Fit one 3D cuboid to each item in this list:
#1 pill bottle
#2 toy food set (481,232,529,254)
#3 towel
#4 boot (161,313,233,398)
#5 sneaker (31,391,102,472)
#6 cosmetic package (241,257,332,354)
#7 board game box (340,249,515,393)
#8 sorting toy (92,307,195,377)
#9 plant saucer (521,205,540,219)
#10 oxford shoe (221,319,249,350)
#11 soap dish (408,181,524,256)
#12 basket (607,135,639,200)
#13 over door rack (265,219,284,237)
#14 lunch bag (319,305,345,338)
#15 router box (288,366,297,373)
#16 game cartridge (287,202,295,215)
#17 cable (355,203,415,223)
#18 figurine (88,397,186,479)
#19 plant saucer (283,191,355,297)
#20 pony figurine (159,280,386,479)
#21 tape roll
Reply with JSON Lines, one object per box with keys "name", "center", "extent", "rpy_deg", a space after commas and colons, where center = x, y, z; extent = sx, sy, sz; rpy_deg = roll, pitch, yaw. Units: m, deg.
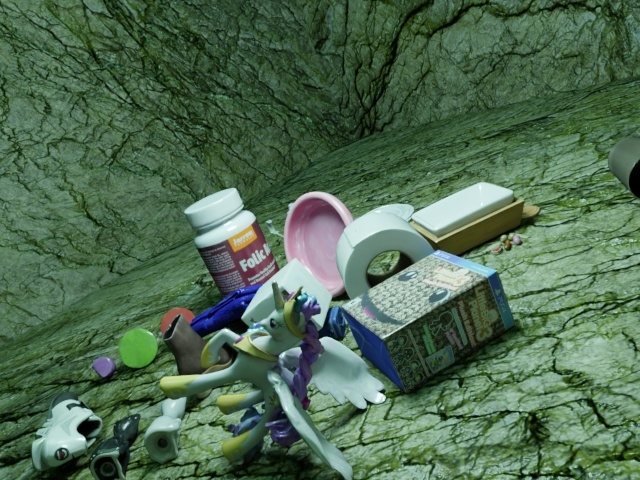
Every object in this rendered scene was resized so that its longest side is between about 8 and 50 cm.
{"name": "pill bottle", "center": [-0.289, 0.036, 1.831], "extent": [0.224, 0.392, 0.224], "rpy_deg": [-21, 18, 7]}
{"name": "toy food set", "center": [0.520, 0.006, 1.511], "extent": [0.122, 0.019, 0.078], "rpy_deg": [-29, 18, -16]}
{"name": "towel", "center": [-0.243, 0.198, 1.620], "extent": [0.308, 0.076, 0.228], "rpy_deg": [-30, -8, 40]}
{"name": "boot", "center": [-0.330, 0.284, 1.475], "extent": [0.090, 0.206, 0.248], "rpy_deg": [-19, 18, 13]}
{"name": "sneaker", "center": [-0.661, 0.502, 1.454], "extent": [0.146, 0.122, 0.330], "rpy_deg": [-9, 13, -15]}
{"name": "cosmetic package", "center": [-0.082, 0.172, 1.399], "extent": [0.151, 0.151, 0.183], "rpy_deg": [-40, 9, 20]}
{"name": "board game box", "center": [0.233, 0.168, 1.209], "extent": [0.291, 0.141, 0.232], "rpy_deg": [-28, 18, -14]}
{"name": "sorting toy", "center": [-0.575, 0.353, 1.816], "extent": [0.366, 0.127, 0.126], "rpy_deg": [-28, -11, -6]}
{"name": "plant saucer", "center": [0.629, -0.087, 1.652], "extent": [0.083, 0.013, 0.083], "rpy_deg": [-21, 17, 7]}
{"name": "oxford shoe", "center": [-0.173, 0.266, 1.573], "extent": [0.227, 0.082, 0.096], "rpy_deg": [-24, 49, -35]}
{"name": "soap dish", "center": [0.444, -0.063, 1.646], "extent": [0.291, 0.118, 0.229], "rpy_deg": [-25, 18, -4]}
{"name": "basket", "center": [0.888, -0.205, 1.458], "extent": [0.204, 0.154, 0.227], "rpy_deg": [-22, 14, 11]}
{"name": "over door rack", "center": [-0.026, -0.035, 2.127], "extent": [0.239, 0.108, 0.324], "rpy_deg": [-31, 40, -22]}
{"name": "lunch bag", "center": [0.033, 0.220, 1.430], "extent": [0.065, 0.067, 0.098], "rpy_deg": [-19, 18, 14]}
{"name": "router box", "center": [-0.113, 0.331, 1.343], "extent": [0.092, 0.038, 0.122], "rpy_deg": [-36, 21, -32]}
{"name": "game cartridge", "center": [0.000, 0.000, 1.840], "extent": [0.060, 0.196, 0.294], "rpy_deg": [-26, 36, -32]}
{"name": "cable", "center": [0.219, -0.044, 1.926], "extent": [0.257, 0.089, 0.257], "rpy_deg": [-3, 26, 46]}
{"name": "figurine", "center": [-0.423, 0.460, 1.298], "extent": [0.215, 0.092, 0.209], "rpy_deg": [-23, 14, -2]}
{"name": "plant saucer", "center": [0.015, 0.013, 1.677], "extent": [0.084, 0.332, 0.332], "rpy_deg": [-9, 4, -42]}
{"name": "pony figurine", "center": [-0.077, 0.283, 1.042], "extent": [0.363, 0.351, 0.303], "rpy_deg": [-37, 8, 24]}
{"name": "tape roll", "center": [0.170, 0.061, 1.428], "extent": [0.246, 0.246, 0.169], "rpy_deg": [-23, 17, 2]}
